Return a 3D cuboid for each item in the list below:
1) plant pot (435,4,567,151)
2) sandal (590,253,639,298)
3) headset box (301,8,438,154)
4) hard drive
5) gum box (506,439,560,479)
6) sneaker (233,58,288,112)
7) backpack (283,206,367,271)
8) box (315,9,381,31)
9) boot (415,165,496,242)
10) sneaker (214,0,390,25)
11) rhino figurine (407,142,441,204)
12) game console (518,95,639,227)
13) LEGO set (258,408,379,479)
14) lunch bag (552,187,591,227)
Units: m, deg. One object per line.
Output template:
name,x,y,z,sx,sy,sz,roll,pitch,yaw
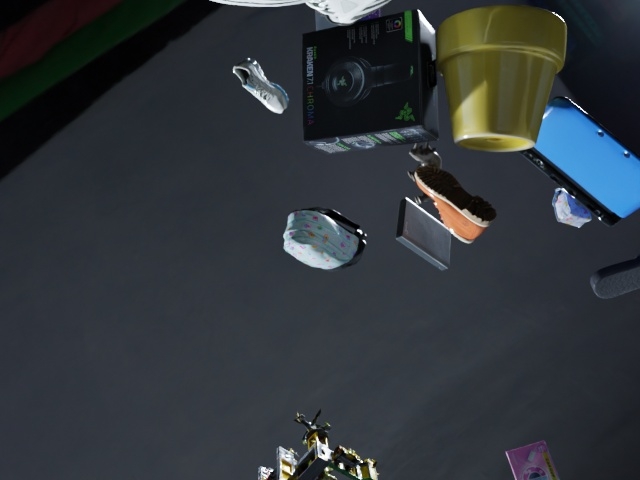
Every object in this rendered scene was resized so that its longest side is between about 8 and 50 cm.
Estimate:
plant pot,0.358,-0.311,1.283,0.254,0.238,0.254,4,-2,0
sandal,0.697,0.050,1.330,0.255,0.097,0.054,-14,36,13
headset box,0.114,-0.328,1.346,0.283,0.246,0.131,-2,-5,26
hard drive,0.203,-0.012,1.244,0.022,0.135,0.094,-28,41,43
gum box,0.580,0.643,1.681,0.107,0.188,0.062,-20,-32,10
sneaker,-0.173,-0.423,1.765,0.071,0.190,0.083,-47,-4,34
backpack,0.000,0.000,1.476,0.152,0.182,0.115,-19,50,37
box,0.074,-0.589,1.637,0.103,0.261,0.184,11,25,34
boot,0.219,-0.061,1.094,0.059,0.158,0.084,-37,-19,-32
sneaker,-0.025,-0.437,1.094,0.448,0.169,0.257,-14,-7,-17
rhino figurine,0.330,-0.217,1.970,0.106,0.243,0.073,-23,39,-1
game console,0.598,-0.190,1.410,0.173,0.293,0.250,-51,-7,33
LEGO set,-0.014,0.607,1.644,0.331,0.255,0.192,-59,16,19
lunch bag,0.590,-0.080,1.493,0.053,0.071,0.083,-45,40,52
